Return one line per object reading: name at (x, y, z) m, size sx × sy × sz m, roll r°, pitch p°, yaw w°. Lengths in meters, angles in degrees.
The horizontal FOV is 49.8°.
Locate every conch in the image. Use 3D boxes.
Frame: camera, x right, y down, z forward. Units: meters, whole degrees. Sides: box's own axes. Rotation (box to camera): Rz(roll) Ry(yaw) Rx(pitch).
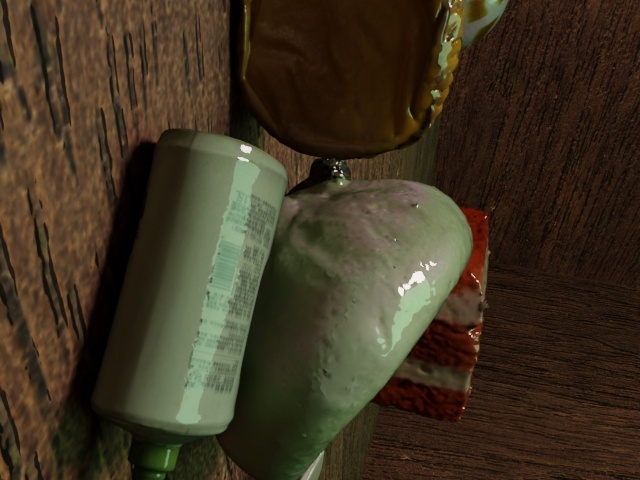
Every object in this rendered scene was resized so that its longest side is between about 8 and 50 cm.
conch at (0.286, -0.534, 1.460) m, size 0.368 × 0.197 × 0.249 m, roll -54°, pitch -134°, yaw 50°

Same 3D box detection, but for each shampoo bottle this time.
shampoo bottle at (-0.089, 0.054, 0.457) m, size 0.118 × 0.087 × 0.234 m, roll 46°, pitch 55°, yaw -75°

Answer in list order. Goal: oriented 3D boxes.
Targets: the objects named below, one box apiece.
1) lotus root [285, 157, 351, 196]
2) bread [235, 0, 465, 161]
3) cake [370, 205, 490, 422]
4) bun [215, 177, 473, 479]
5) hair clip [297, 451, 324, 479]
lotus root at (0.000, 0.000, 0.778) m, size 0.120 × 0.120 × 0.209 m, roll -59°, pitch 155°, yaw -60°
bread at (0.027, -0.171, 0.579) m, size 0.104 × 0.199 × 0.199 m, roll -62°, pitch 159°, yaw -61°
cake at (0.162, 0.108, 1.241) m, size 0.269 × 0.270 × 0.319 m, roll -61°, pitch 158°, yaw -57°
bun at (-0.014, 0.055, 0.608) m, size 0.293 × 0.187 × 0.293 m, roll -52°, pitch 172°, yaw -10°
hair clip at (-0.067, 0.413, 0.859) m, size 0.172 × 0.113 × 0.282 m, roll -55°, pitch 148°, yaw -64°
